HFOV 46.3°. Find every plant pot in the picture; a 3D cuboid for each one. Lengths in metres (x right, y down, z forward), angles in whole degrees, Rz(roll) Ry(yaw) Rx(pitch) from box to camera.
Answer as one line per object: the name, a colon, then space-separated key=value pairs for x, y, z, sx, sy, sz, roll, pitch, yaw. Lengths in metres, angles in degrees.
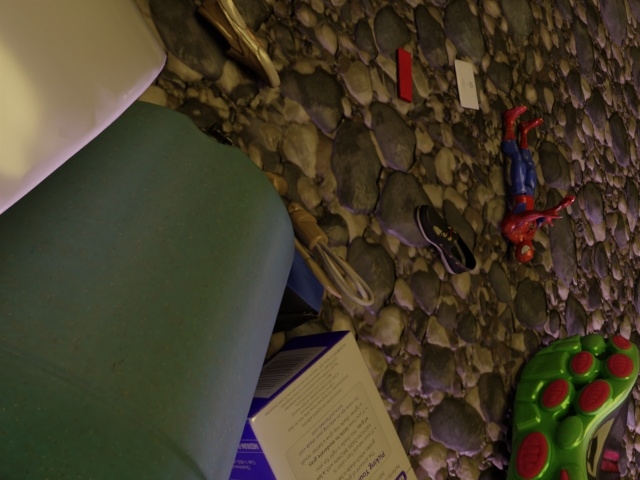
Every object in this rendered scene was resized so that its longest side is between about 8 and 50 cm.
plant pot: x=-0.185 y=0.089 z=0.574 sx=0.341 sy=0.341 sz=0.334 roll=47 pitch=44 yaw=-27

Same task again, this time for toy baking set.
toy baking set: x=-0.005 y=-0.005 z=0.842 sx=0.197 sy=0.030 sz=0.256 roll=47 pitch=6 yaw=6

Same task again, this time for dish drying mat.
dish drying mat: x=0.131 y=-0.258 z=1.168 sx=0.032 sy=0.008 sz=0.083 roll=12 pitch=71 yaw=-43

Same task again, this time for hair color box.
hair color box: x=0.015 y=0.296 z=0.859 sx=0.185 sy=0.110 sz=0.339 roll=-34 pitch=103 yaw=-44

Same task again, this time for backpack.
backpack: x=-0.065 y=0.053 z=0.826 sx=0.098 sy=0.120 sz=0.101 roll=46 pitch=32 yaw=-24

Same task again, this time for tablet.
tablet: x=0.253 y=-0.268 z=1.291 sx=0.054 sy=0.006 sz=0.083 roll=-2 pitch=82 yaw=-45

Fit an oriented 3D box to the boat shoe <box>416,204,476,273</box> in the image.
boat shoe: x=0.194 y=-0.004 z=1.150 sx=0.133 sy=0.042 sz=0.049 roll=53 pitch=51 yaw=-20

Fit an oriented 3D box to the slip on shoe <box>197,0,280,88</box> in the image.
slip on shoe: x=-0.099 y=-0.239 z=0.917 sx=0.041 sy=0.051 sz=0.135 roll=-36 pitch=121 yaw=-2

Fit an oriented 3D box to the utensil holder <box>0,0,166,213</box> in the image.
utensil holder: x=-0.318 y=-0.176 z=0.397 sx=0.386 sy=0.327 sz=0.328 roll=57 pitch=48 yaw=-23

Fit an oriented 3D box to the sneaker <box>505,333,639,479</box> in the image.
sneaker: x=0.400 y=0.352 z=1.208 sx=0.483 sy=0.185 sz=0.202 roll=-58 pitch=138 yaw=-32

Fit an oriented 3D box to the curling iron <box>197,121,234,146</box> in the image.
curling iron: x=-0.199 y=-0.109 z=0.790 sx=0.274 sy=0.035 sz=0.068 roll=7 pitch=72 yaw=-44

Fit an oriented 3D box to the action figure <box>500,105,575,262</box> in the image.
action figure: x=0.381 y=-0.100 z=1.293 sx=0.091 sy=0.139 sz=0.281 roll=20 pitch=69 yaw=-39
